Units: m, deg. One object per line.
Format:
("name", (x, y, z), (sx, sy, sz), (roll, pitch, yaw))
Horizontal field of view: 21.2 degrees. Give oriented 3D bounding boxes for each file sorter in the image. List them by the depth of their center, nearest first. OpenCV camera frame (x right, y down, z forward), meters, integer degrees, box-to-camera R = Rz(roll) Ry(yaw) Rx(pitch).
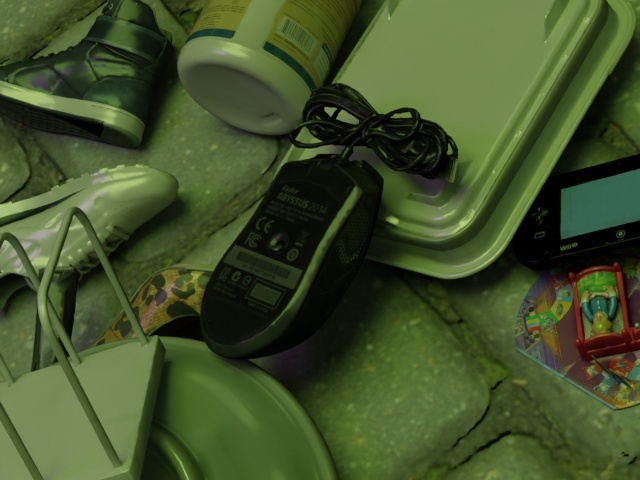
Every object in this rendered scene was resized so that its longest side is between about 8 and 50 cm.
("file sorter", (-0.295, 0.114, 1.383), (0.278, 0.173, 0.193), (-18, 27, 12))

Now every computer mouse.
("computer mouse", (0.000, 0.000, 1.515), (0.188, 0.072, 0.272), (27, 79, 45))

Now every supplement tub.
("supplement tub", (-0.044, -0.222, 1.719), (0.144, 0.144, 0.199), (10, 63, 30))

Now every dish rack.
("dish rack", (0.111, -0.134, 1.609), (0.286, 0.072, 0.332), (16, 67, 42))

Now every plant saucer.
("plant saucer", (-0.179, 0.260, 1.441), (0.401, 0.100, 0.400), (-8, 66, 18))

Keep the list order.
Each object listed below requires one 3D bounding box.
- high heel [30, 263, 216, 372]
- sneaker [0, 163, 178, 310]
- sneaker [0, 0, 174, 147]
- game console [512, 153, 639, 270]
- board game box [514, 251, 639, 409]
("high heel", (-0.149, 0.118, 1.599), (0.261, 0.093, 0.186), (-1, 78, 13))
("sneaker", (-0.244, -0.004, 1.718), (0.235, 0.090, 0.094), (-21, 64, 16))
("sneaker", (-0.263, -0.198, 1.836), (0.226, 0.086, 0.163), (14, 76, 22))
("game console", (0.333, -0.041, 1.447), (0.361, 0.044, 0.213), (-15, 34, 23))
("board game box", (0.245, 0.061, 1.459), (0.169, 0.033, 0.133), (32, 76, 37))
